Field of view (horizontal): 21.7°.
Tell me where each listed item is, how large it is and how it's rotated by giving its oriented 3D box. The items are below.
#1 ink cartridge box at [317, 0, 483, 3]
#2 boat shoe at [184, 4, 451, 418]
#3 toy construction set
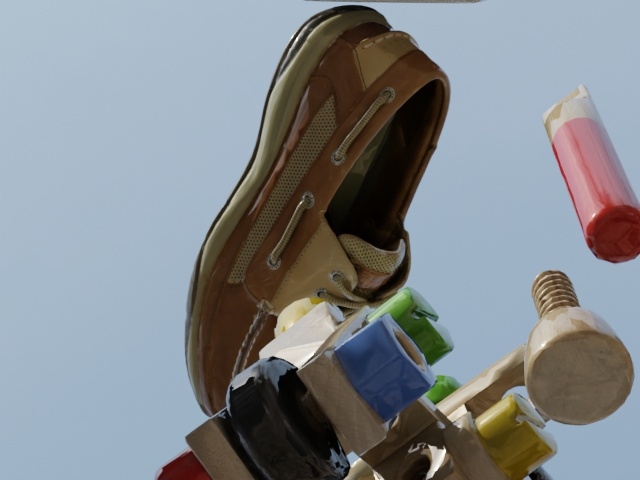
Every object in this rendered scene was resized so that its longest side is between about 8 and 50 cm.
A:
[{"bbox_3d":[0.067,-0.232,1.172,0.128,0.176,0.127,3,-79,14],"label":"ink cartridge box"},{"bbox_3d":[0.000,0.000,1.178,0.122,0.120,0.324,-2,-64,-46],"label":"boat shoe"},{"bbox_3d":[0.059,0.071,0.751,0.257,0.237,0.309,23,-66,-11],"label":"toy construction set"}]
